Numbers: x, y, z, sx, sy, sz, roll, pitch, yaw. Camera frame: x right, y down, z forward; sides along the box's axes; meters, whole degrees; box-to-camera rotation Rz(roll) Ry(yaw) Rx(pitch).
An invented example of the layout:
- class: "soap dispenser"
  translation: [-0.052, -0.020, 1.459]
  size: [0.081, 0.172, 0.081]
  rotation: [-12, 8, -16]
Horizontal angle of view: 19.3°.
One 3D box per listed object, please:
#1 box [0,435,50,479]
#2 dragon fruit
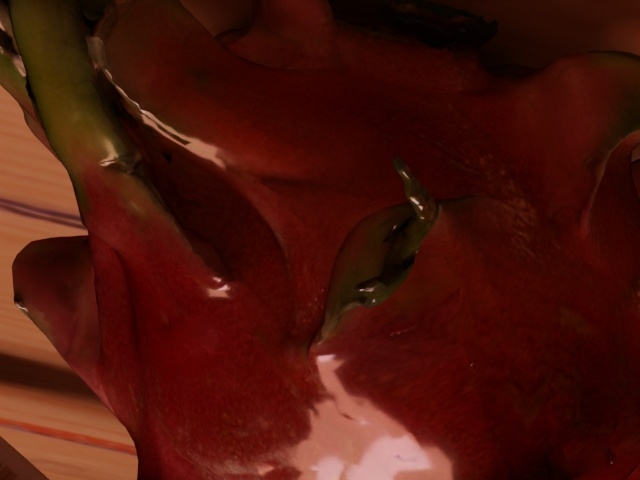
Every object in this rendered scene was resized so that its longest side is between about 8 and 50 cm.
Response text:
- class: "box"
  translation: [-0.100, 0.121, 0.697]
  size: [0.218, 0.039, 0.055]
  rotation: [41, 157, 7]
- class: "dragon fruit"
  translation: [0.002, 0.002, 0.397]
  size: [0.137, 0.135, 0.236]
  rotation: [-1, 138, 40]
